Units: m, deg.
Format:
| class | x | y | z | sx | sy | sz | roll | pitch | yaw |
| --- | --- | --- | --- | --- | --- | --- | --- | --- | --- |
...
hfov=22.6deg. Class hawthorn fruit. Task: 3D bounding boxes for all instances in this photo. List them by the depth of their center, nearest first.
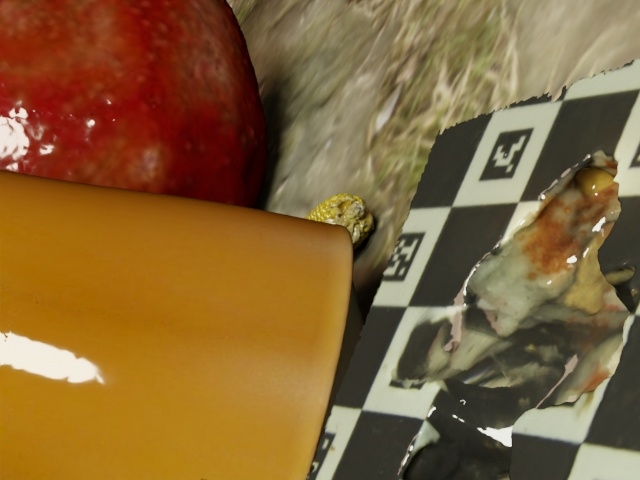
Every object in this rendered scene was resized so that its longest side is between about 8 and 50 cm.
| class | x | y | z | sx | sy | sz | roll | pitch | yaw |
| --- | --- | --- | --- | --- | --- | --- | --- | --- | --- |
| hawthorn fruit | -0.129 | -0.042 | 0.879 | 0.266 | 0.230 | 0.210 | 58 | 138 | 37 |

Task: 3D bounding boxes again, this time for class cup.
| class | x | y | z | sx | sy | sz | roll | pitch | yaw |
| --- | --- | --- | --- | --- | --- | --- | --- | --- | --- |
| cup | -0.117 | 0.049 | 0.674 | 0.226 | 0.264 | 0.182 | -153 | 81 | -82 |

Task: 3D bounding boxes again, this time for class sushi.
| class | x | y | z | sx | sy | sz | roll | pitch | yaw |
| --- | --- | --- | --- | --- | --- | --- | --- | --- | --- |
| sushi | 0.072 | 0.044 | 0.498 | 0.193 | 0.040 | 0.210 | -16 | 48 | 56 |

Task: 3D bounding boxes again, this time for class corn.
| class | x | y | z | sx | sy | sz | roll | pitch | yaw |
| --- | --- | --- | --- | --- | --- | --- | --- | --- | --- |
| corn | 0.000 | 0.000 | 0.753 | 0.028 | 0.027 | 0.083 | -58 | 11 | -32 |
